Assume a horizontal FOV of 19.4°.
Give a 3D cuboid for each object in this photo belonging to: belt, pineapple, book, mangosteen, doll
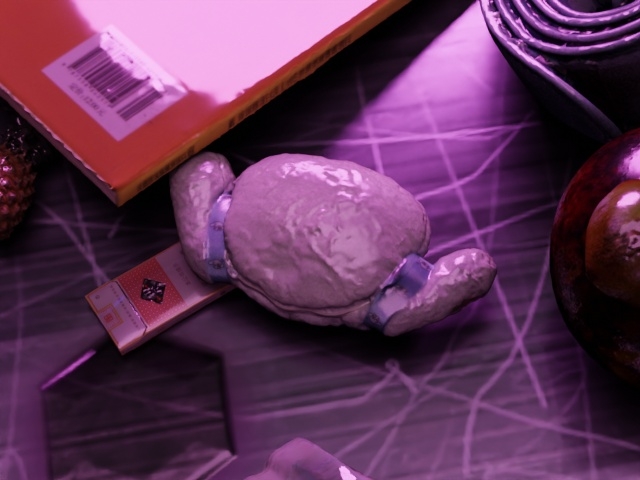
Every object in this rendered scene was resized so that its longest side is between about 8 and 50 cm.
[{"bbox_3d":[0.198,-0.177,1.160,0.206,0.116,0.268,-6,53,30],"label":"belt"},{"bbox_3d":[-0.188,-0.057,1.198,0.058,0.058,0.124,27,63,18],"label":"pineapple"},{"bbox_3d":[-0.074,-0.204,1.251,0.374,0.028,0.262,-37,61,-23],"label":"book"},{"bbox_3d":[0.207,0.005,1.058,0.172,0.184,0.172,-7,71,22],"label":"mangosteen"},{"bbox_3d":[0.000,0.000,1.137,0.214,0.071,0.103,19,63,13],"label":"doll"}]

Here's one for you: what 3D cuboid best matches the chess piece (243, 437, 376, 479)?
[{"bbox_3d":[-0.035,0.268,0.948,0.194,0.194,0.299,36,80,21],"label":"chess piece"}]

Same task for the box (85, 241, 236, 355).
[{"bbox_3d":[-0.099,0.032,1.163,0.083,0.012,0.046,-30,65,-13],"label":"box"}]
